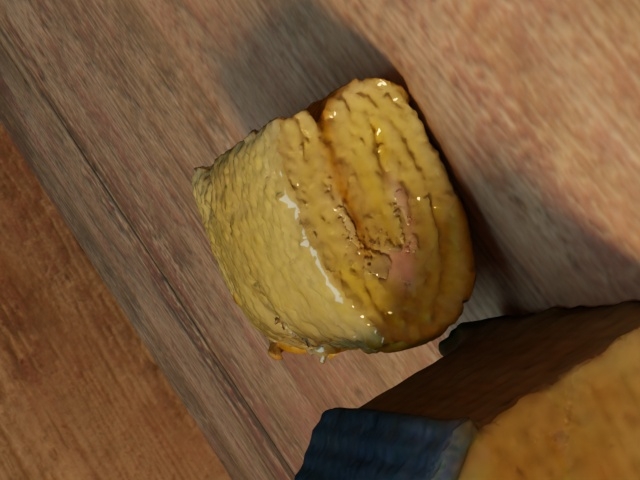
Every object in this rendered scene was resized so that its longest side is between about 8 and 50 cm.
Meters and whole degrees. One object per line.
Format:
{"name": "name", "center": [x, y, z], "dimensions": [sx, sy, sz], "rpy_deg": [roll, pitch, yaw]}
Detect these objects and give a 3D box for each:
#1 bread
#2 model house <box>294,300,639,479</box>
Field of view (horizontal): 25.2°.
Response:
{"name": "bread", "center": [0.000, 0.000, 1.339], "dimensions": [0.237, 0.165, 0.375], "rpy_deg": [65, 163, -3]}
{"name": "model house", "center": [0.147, 0.282, 1.078], "dimensions": [0.382, 0.342, 0.334], "rpy_deg": [61, 162, -4]}
